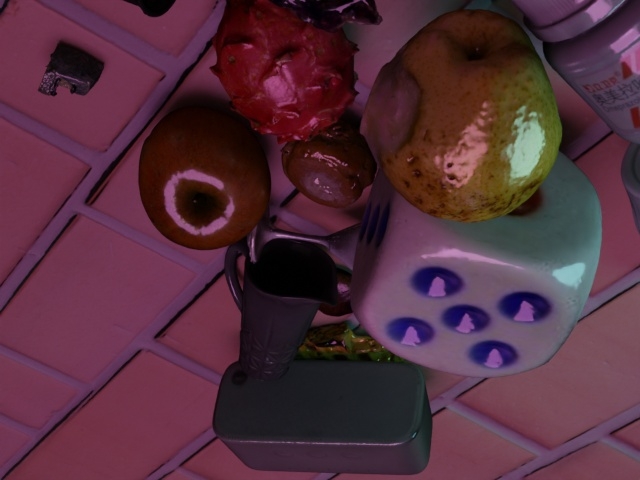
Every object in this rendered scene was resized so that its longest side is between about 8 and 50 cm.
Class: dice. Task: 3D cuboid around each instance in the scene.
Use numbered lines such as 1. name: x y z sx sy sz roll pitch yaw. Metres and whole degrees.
1. dice: 0.223 0.014 1.835 0.304 0.277 0.304 13 140 -6

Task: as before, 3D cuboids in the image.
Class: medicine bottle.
1. medicine bottle: 0.387 -0.299 1.557 0.306 0.245 0.245 42 133 -17

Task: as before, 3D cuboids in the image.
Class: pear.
1. pear: 0.190 -0.163 1.592 0.271 0.271 0.271 8 140 7

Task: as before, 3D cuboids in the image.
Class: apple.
1. apple: -0.191 -0.104 2.000 0.237 0.207 0.237 -1 124 -1

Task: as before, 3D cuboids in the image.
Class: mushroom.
1. mushroom: 0.030 0.100 2.273 0.123 0.052 0.123 11 140 9

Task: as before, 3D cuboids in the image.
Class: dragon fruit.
1. dragon fruit: -0.058 -0.271 1.756 0.205 0.210 0.268 -28 96 0

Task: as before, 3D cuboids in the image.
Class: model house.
1. model house: -0.394 -0.260 1.945 0.083 0.078 0.066 22 142 -12

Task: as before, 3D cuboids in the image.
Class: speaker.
1. speaker: 0.013 0.348 2.384 0.406 0.183 0.184 -1 146 16

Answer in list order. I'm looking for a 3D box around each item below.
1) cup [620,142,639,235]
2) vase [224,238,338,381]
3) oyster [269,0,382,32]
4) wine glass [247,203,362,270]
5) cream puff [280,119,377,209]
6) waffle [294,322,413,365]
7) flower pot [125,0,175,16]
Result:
1. cup: 0.613 -0.010 1.828 0.253 0.253 0.371 -16 131 30
2. vase: -0.088 0.126 2.251 0.251 0.156 0.301 40 142 21
3. oyster: -0.038 -0.397 1.607 0.271 0.100 0.275 -12 100 7
4. wine glass: 0.000 0.000 2.090 0.232 0.156 0.156 9 140 8
5. cream puff: 0.018 -0.131 1.955 0.150 0.115 0.165 15 150 8
6. waffle: 0.026 0.257 2.453 0.307 0.060 0.312 27 138 -19
7. flower pot: -0.261 -0.395 1.703 0.107 0.157 0.157 14 142 17
